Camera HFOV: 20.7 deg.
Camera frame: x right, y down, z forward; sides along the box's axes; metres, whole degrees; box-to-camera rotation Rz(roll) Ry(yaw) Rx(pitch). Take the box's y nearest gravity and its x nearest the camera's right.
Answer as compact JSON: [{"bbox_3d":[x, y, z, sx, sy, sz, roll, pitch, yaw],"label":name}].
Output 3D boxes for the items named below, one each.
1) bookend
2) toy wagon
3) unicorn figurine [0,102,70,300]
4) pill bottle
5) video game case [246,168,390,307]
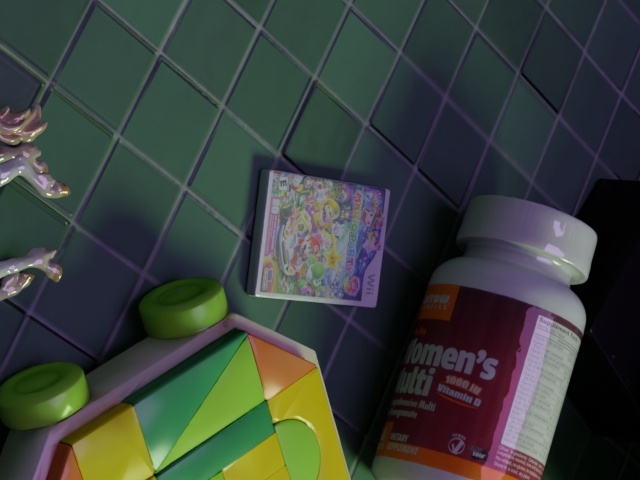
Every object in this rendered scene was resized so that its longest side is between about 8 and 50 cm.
[{"bbox_3d":[0.257,0.058,1.448,0.156,0.072,0.157,53,58,-36],"label":"bookend"},{"bbox_3d":[-0.118,0.195,1.090,0.344,0.068,0.267,-32,116,-39],"label":"toy wagon"},{"bbox_3d":[-0.199,0.002,1.004,0.111,0.060,0.162,2,77,-45],"label":"unicorn figurine"},{"bbox_3d":[0.124,0.086,1.284,0.121,0.121,0.221,29,74,-43],"label":"pill bottle"},{"bbox_3d":[0.000,0.000,1.228,0.122,0.011,0.087,7,89,-45],"label":"video game case"}]
